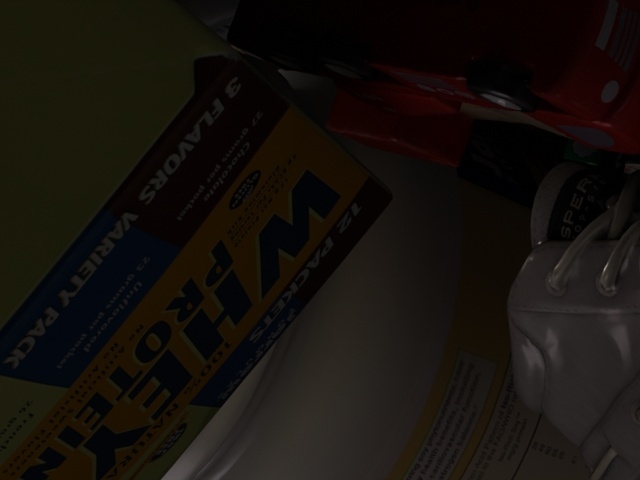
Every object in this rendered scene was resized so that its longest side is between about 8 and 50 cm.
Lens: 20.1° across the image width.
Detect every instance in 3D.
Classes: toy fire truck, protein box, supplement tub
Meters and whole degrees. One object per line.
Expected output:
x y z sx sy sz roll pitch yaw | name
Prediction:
0.048 -0.054 0.559 0.135 0.047 0.192 22 175 -43 | toy fire truck
-0.111 -0.037 0.511 0.200 0.136 0.201 40 -178 14 | protein box
0.040 0.061 0.837 0.331 0.241 0.241 22 176 -32 | supplement tub

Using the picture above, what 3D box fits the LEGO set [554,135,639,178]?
0.206 0.014 0.699 0.244 0.060 0.182 22 172 -32 | LEGO set

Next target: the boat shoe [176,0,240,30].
-0.106 -0.097 0.668 0.183 0.083 0.065 -13 -169 34 | boat shoe

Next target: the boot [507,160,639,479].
0.113 0.015 0.565 0.123 0.095 0.258 42 153 24 | boot
